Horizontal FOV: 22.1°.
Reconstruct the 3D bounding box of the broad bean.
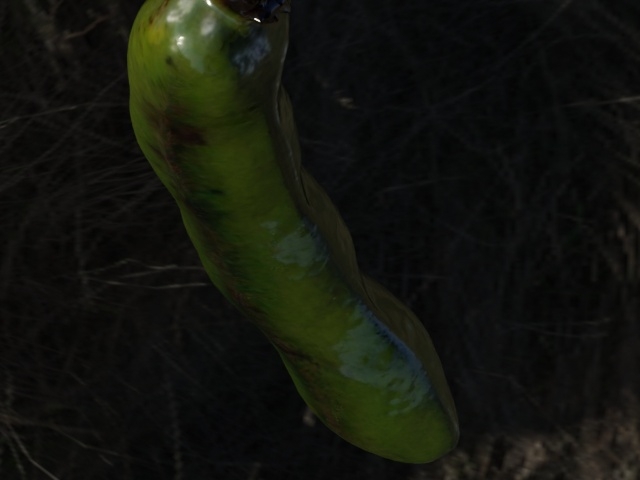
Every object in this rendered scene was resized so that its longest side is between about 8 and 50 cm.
[{"bbox_3d":[-0.005,-0.002,0.395,0.069,0.227,0.039,20,67,20],"label":"broad bean"}]
